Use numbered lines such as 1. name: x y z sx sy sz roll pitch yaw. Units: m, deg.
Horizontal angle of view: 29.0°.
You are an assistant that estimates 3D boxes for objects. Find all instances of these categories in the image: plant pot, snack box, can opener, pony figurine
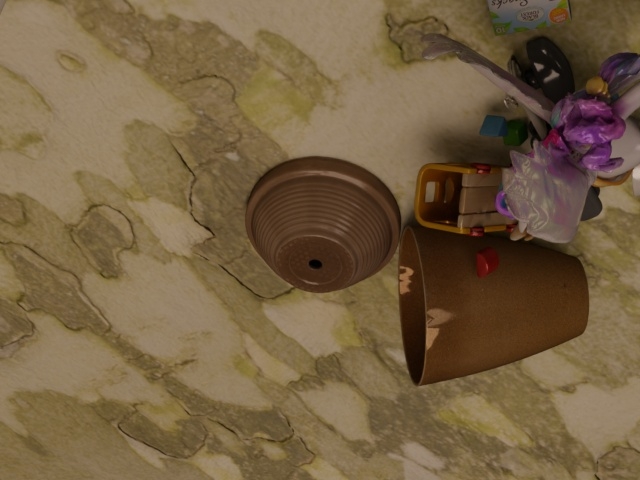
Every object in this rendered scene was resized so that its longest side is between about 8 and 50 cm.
1. plant pot: 0.257 0.091 1.831 0.254 0.237 0.237 -2 132 -6
2. plant pot: 0.000 0.000 1.849 0.237 0.110 0.237 4 132 4
3. snack box: 0.255 -0.333 1.557 0.100 0.037 0.141 -7 130 16
4. can opener: 0.326 -0.144 1.689 0.093 0.074 0.280 -17 127 22
5. pony figurine: 0.323 -0.134 1.500 0.363 0.303 0.351 -31 145 23

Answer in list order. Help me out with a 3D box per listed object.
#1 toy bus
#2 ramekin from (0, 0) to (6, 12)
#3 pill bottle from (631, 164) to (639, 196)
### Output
1. toy bus: 0.218 -0.065 1.738 0.104 0.191 0.202 12 145 40
2. ramekin: -0.438 -0.360 1.506 0.127 0.273 0.273 18 133 -23
3. pill bottle: 0.523 -0.116 1.651 0.216 0.121 0.121 -7 130 15
